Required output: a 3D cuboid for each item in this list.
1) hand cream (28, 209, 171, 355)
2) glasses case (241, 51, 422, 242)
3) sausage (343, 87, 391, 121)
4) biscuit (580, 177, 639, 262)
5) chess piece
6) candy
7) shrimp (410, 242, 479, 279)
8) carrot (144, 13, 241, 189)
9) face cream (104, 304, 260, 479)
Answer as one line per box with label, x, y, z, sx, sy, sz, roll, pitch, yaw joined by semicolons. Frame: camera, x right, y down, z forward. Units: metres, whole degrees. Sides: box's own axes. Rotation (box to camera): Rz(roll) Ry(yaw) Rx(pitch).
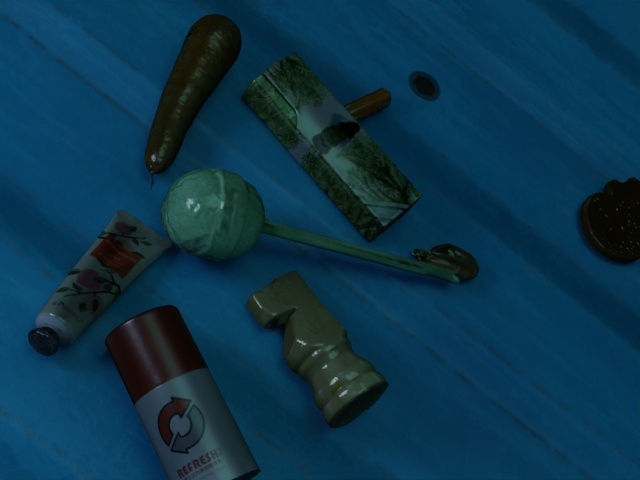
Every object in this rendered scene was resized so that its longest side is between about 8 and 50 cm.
hand cream;-0.263;0.049;1.411;0.080;0.050;0.234;36;45;-1
glasses case;0.018;-0.132;1.659;0.272;0.062;0.095;48;51;4
sausage;0.059;-0.191;1.737;0.107;0.031;0.031;-31;80;-39
biscuit;0.471;-0.032;1.875;0.124;0.026;0.175;49;51;3
chess piece;-0.008;0.129;1.488;0.090;0.090;0.200;-21;63;-36
candy;0.000;0.000;1.554;0.439;0.119;0.119;14;57;-28
shrimp;0.175;0.023;1.682;0.108;0.023;0.059;20;45;-17
carrot;-0.180;-0.183;1.578;0.078;0.078;0.298;28;56;-12
face cream;-0.158;0.187;1.349;0.095;0.096;0.214;-18;72;-36
